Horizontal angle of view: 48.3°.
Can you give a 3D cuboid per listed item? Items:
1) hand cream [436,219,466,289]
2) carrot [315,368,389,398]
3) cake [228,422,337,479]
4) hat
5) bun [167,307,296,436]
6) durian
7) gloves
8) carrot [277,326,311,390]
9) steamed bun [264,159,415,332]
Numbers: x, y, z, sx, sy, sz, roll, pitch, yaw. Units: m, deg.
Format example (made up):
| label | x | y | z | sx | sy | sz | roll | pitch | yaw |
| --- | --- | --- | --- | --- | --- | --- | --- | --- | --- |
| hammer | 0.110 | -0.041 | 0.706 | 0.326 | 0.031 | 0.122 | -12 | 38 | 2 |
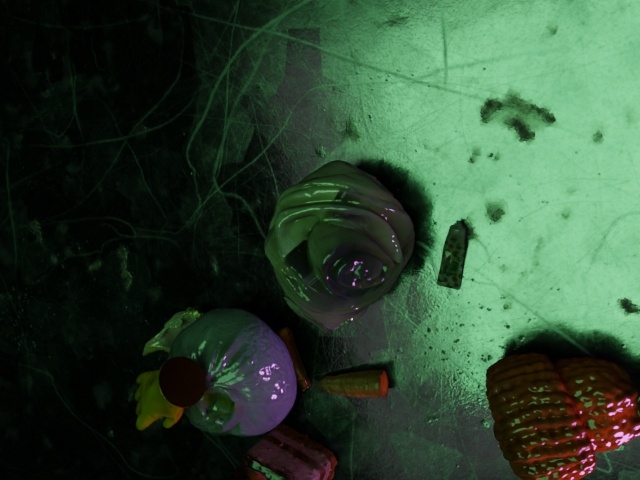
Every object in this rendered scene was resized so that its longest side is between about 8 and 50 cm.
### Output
| label | x | y | z | sx | sy | sz | roll | pitch | yaw |
| --- | --- | --- | --- | --- | --- | --- | --- | --- | --- |
| hand cream | 0.305 | 0.033 | 1.639 | 0.057 | 0.037 | 0.165 | 14 | 110 | 22 |
| carrot | 0.073 | 0.355 | 1.779 | 0.205 | 0.072 | 0.072 | -5 | 96 | 31 |
| cake | -0.107 | 0.609 | 1.767 | 0.199 | 0.293 | 0.196 | 29 | 103 | 17 |
| hat | 0.550 | 0.340 | 1.453 | 0.400 | 0.285 | 0.285 | -23 | 89 | 22 |
| bun | -0.236 | 0.349 | 1.810 | 0.362 | 0.211 | 0.362 | 10 | 113 | 23 |
| durian | -0.388 | 0.253 | 1.943 | 0.224 | 0.078 | 0.140 | -24 | 119 | 9 |
| gloves | -0.394 | 0.378 | 1.744 | 0.294 | 0.116 | 0.133 | -36 | 48 | 48 |
| carrot | -0.066 | 0.307 | 1.843 | 0.042 | 0.042 | 0.170 | -22 | 92 | 25 |
| steamed bun | 0.049 | 0.027 | 1.575 | 0.346 | 0.237 | 0.394 | 0 | 101 | -4 |
